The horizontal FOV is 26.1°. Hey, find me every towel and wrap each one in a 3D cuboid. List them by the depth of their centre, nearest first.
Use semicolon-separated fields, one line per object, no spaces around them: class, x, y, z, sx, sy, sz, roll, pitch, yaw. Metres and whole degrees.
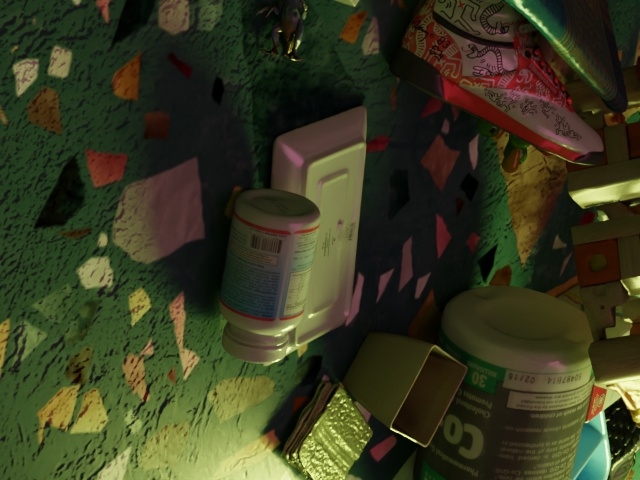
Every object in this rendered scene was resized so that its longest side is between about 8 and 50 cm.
towel;0.238;-0.310;1.455;0.370;0.040;0.272;29;50;-59
towel;0.009;0.234;1.628;0.110;0.027;0.148;-56;144;-15

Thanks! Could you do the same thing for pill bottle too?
pill bottle;-0.054;0.036;1.365;0.087;0.087;0.160;-15;123;-49
pill bottle;0.230;0.259;1.784;0.204;0.204;0.361;-19;125;-47

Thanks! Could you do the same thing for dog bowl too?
dog bowl;0.382;0.335;2.154;0.166;0.074;0.297;-47;142;-24

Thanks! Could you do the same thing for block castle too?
block castle;0.459;0.002;1.751;0.303;0.212;0.453;44;40;-53

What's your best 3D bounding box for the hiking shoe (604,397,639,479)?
hiking shoe;0.492;0.348;2.321;0.227;0.086;0.114;-65;160;10

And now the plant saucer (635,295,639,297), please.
plant saucer;0.532;0.040;2.199;0.317;0.043;0.318;-32;135;-39

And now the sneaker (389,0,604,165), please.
sneaker;0.220;-0.189;1.480;0.270;0.090;0.145;23;102;-18

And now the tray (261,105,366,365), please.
tray;0.000;0.000;1.467;0.145;0.030;0.270;-26;130;-44

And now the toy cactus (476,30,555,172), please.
toy cactus;0.239;-0.192;1.620;0.180;0.112;0.219;-56;136;-30

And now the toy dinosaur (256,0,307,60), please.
toy dinosaur;-0.034;-0.214;1.297;0.090;0.047;0.082;-55;156;-85

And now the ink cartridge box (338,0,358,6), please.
ink cartridge box;0.029;-0.305;1.289;0.135;0.056;0.099;-58;145;-10

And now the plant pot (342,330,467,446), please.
plant pot;0.093;0.166;1.636;0.109;0.096;0.109;-61;145;-5

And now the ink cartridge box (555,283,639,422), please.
ink cartridge box;0.389;0.155;2.000;0.176;0.127;0.128;-24;128;-44
